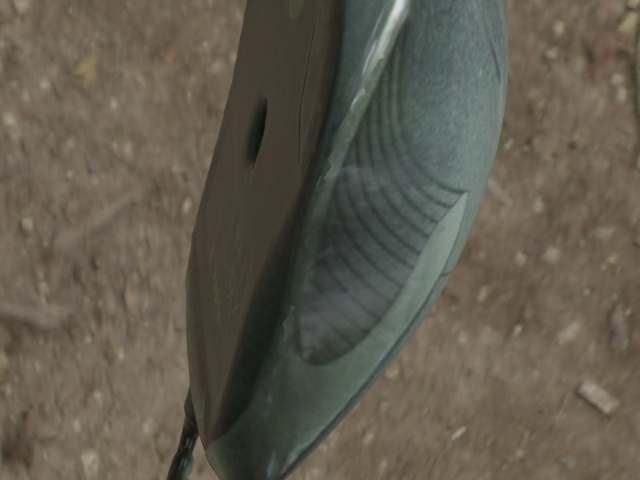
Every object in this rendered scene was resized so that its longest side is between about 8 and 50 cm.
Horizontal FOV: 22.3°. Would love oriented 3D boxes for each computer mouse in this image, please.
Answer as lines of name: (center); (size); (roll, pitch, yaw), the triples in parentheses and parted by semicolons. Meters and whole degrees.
computer mouse: (0.000, 0.000, 0.654); (0.090, 0.379, 0.167); (9, 42, -15)
